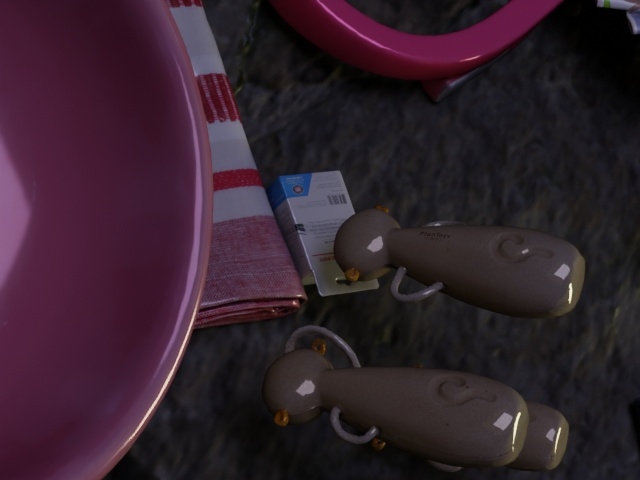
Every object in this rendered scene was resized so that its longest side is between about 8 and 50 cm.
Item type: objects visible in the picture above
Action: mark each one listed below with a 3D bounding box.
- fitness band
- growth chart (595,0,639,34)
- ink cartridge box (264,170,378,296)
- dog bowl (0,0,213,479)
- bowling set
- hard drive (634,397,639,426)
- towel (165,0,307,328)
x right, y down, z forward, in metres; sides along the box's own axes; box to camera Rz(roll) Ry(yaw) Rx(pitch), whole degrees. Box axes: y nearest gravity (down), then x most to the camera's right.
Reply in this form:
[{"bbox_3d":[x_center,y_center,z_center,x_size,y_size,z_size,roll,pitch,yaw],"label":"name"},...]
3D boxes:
[{"bbox_3d":[0.073,-0.220,1.206,0.209,0.054,0.291,50,50,1],"label":"fitness band"},{"bbox_3d":[0.262,-0.222,1.244,0.172,0.021,0.237,-11,70,-15],"label":"growth chart"},{"bbox_3d":[0.000,0.000,1.060,0.048,0.028,0.083,-7,69,-33],"label":"ink cartridge box"},{"bbox_3d":[-0.219,-0.027,0.748,0.408,0.150,0.408,11,74,-45],"label":"dog bowl"},{"bbox_3d":[0.050,0.138,0.972,0.154,0.200,0.287,10,45,23],"label":"bowling set"},{"bbox_3d":[0.345,0.175,1.157,0.254,0.054,0.172,3,64,-30],"label":"hard drive"},{"bbox_3d":[-0.156,-0.093,1.013,0.237,0.037,0.329,-8,69,-34],"label":"towel"}]
